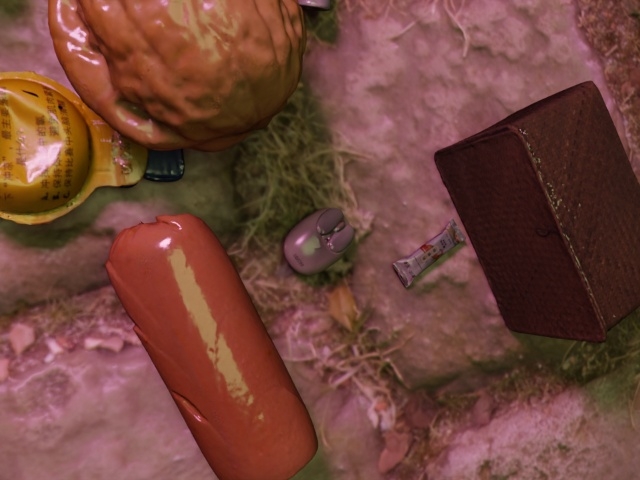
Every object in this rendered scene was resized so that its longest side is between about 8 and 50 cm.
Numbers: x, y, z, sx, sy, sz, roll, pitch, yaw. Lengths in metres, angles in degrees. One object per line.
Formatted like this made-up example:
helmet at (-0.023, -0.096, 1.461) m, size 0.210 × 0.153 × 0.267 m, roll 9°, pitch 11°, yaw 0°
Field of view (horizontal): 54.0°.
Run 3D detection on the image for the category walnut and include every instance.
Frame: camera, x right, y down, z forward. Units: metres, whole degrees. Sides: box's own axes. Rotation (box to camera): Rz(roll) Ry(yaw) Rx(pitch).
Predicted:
walnut at (-0.138, -0.214, 0.616) m, size 0.257 × 0.224 × 0.257 m, roll 1°, pitch 85°, yaw -13°

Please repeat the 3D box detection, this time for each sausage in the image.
sausage at (-0.112, 0.113, 0.655) m, size 0.121 × 0.121 × 0.304 m, roll -29°, pitch 97°, yaw -20°

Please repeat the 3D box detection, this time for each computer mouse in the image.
computer mouse at (0.000, 0.000, 0.750) m, size 0.096 × 0.039 × 0.066 m, roll -36°, pitch 99°, yaw -20°

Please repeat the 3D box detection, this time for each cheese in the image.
cheese at (-0.261, -0.094, 0.645) m, size 0.250 × 0.064 × 0.156 m, roll -2°, pitch 87°, yaw -31°

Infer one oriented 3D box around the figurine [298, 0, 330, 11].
figurine at (-0.035, -0.466, 0.709) m, size 0.224 × 0.205 × 0.382 m, roll 16°, pitch 98°, yaw -29°

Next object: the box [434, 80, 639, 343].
box at (0.288, -0.030, 0.785) m, size 0.143 × 0.184 × 0.273 m, roll -28°, pitch 96°, yaw -19°

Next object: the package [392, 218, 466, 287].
package at (0.142, 0.015, 0.816) m, size 0.110 × 0.015 × 0.037 m, roll -36°, pitch 104°, yaw -18°
